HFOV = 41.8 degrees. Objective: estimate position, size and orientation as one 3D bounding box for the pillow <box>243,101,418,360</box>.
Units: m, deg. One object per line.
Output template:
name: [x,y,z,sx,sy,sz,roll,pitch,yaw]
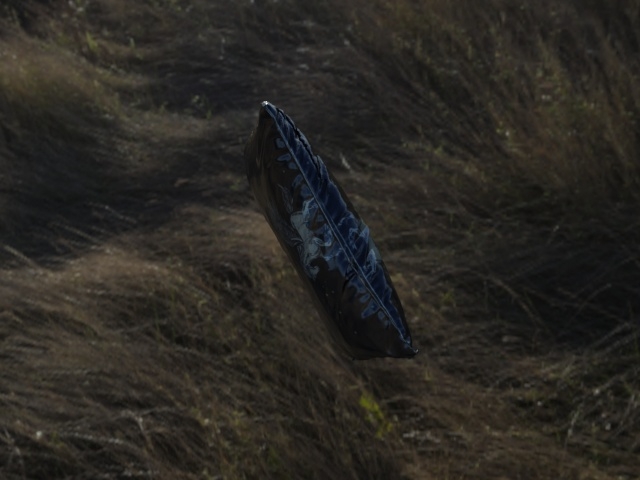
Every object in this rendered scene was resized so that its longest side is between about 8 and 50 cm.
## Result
pillow: [0.000,0.000,0.640,0.055,0.208,0.141,-29,1,-12]
